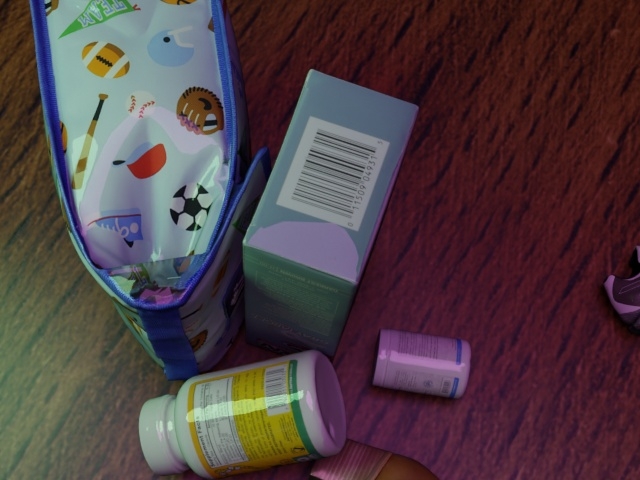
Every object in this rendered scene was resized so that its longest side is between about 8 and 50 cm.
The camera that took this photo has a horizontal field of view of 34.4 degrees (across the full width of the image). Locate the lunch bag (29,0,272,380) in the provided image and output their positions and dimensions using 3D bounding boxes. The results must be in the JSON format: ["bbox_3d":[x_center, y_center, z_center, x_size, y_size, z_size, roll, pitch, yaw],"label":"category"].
[{"bbox_3d":[-0.169,-0.062,1.128,0.238,0.328,0.385,-8,70,-4],"label":"lunch bag"}]

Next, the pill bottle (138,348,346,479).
[{"bbox_3d":[-0.086,0.196,1.128,0.208,0.117,0.118,-14,71,14],"label":"pill bottle"}]

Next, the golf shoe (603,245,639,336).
[{"bbox_3d":[0.434,0.027,1.256,0.198,0.077,0.094,-34,75,-15],"label":"golf shoe"}]

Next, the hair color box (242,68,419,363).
[{"bbox_3d":[0.000,0.000,1.085,0.113,0.374,0.185,19,71,4],"label":"hair color box"}]

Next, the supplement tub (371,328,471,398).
[{"bbox_3d":[0.117,0.143,1.202,0.107,0.071,0.071,10,70,1],"label":"supplement tub"}]

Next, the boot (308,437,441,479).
[{"bbox_3d":[0.056,0.367,1.106,0.220,0.109,0.283,24,59,9],"label":"boot"}]
